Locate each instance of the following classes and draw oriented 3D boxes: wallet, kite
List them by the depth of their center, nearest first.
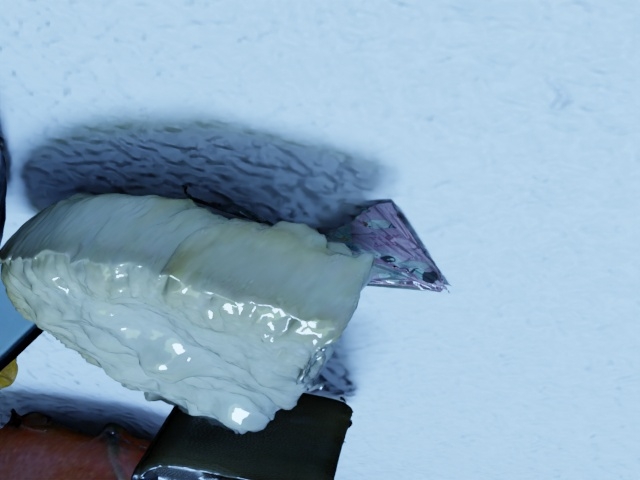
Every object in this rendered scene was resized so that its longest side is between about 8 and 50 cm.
[{"bbox_3d":[0.000,0.000,0.927,0.157,0.011,0.139,20,155,-20],"label":"kite"},{"bbox_3d":[-0.041,0.121,1.086,0.110,0.031,0.198,11,-169,3],"label":"wallet"}]

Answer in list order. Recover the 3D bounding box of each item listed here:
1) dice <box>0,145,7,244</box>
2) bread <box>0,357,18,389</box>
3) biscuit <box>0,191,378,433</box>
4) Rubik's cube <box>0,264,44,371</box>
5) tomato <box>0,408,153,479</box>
[{"bbox_3d":[-0.256,0.020,0.882,0.182,0.181,0.183,15,156,-2],"label":"dice"},{"bbox_3d":[-0.259,0.086,1.237,0.157,0.044,0.052,-13,140,45],"label":"bread"},{"bbox_3d":[-0.077,0.038,0.941,0.179,0.084,0.281,20,165,-2],"label":"biscuit"},{"bbox_3d":[-0.348,0.063,1.063,0.234,0.250,0.284,48,141,-13],"label":"Rubik's cube"},{"bbox_3d":[-0.156,0.293,1.384,0.341,0.272,0.341,12,159,4],"label":"tomato"}]
